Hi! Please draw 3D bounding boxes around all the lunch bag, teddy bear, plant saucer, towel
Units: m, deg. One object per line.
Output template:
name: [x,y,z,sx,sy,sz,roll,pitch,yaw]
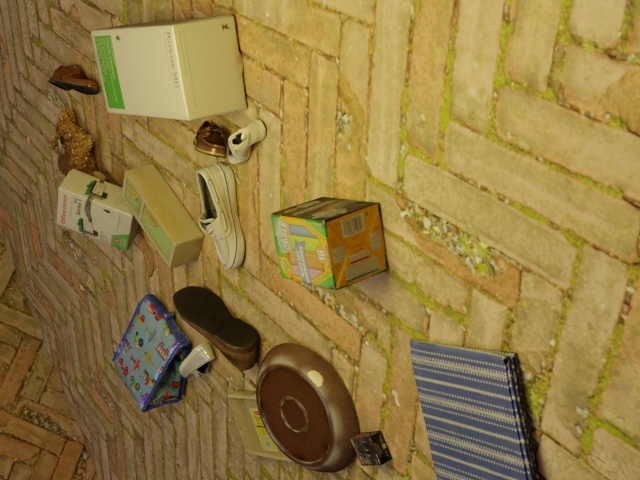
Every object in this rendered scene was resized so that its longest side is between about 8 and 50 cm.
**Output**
lunch bag: [-0.487,0.317,2.234,0.221,0.138,0.293,48,130,33]
teddy bear: [-0.730,-0.247,2.303,0.338,0.113,0.245,49,134,39]
plant saucer: [-0.046,0.381,1.684,0.311,0.050,0.310,17,115,40]
towel: [0.269,0.336,1.294,0.243,0.040,0.335,-2,103,55]

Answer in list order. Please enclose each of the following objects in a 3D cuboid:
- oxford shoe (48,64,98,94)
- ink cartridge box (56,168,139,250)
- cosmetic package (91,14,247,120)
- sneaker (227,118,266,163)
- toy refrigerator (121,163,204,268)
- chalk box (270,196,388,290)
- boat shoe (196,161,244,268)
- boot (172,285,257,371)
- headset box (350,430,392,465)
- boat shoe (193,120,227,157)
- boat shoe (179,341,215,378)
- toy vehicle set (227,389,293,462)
oxford shoe: [-0.704,-0.468,2.174,0.212,0.076,0.076,20,83,36]
ink cartridge box: [-0.622,-0.085,2.132,0.219,0.092,0.160,21,135,-2]
cosmetic package: [-0.330,-0.372,1.629,0.366,0.155,0.196,14,117,49]
sneaker: [-0.171,-0.204,1.588,0.053,0.061,0.152,61,146,9]
toy refrigerator: [-0.415,-0.064,1.958,0.269,0.094,0.102,52,142,24]
chalk box: [0.000,0.000,1.397,0.213,0.132,0.132,9,114,53]
boat shoe: [-0.239,-0.049,1.734,0.095,0.084,0.258,14,117,50]
boot: [-0.269,0.222,1.903,0.305,0.112,0.115,35,143,37]
headset box: [0.101,0.429,1.559,0.083,0.032,0.062,-26,86,54]
boat shoe: [-0.237,-0.220,1.636,0.178,0.064,0.060,-133,57,-64]
boat shoe: [-0.334,0.345,2.088,0.063,0.066,0.184,58,134,18]
toy vehicle set: [-0.134,0.460,1.890,0.267,0.035,0.166,-13,96,55]
